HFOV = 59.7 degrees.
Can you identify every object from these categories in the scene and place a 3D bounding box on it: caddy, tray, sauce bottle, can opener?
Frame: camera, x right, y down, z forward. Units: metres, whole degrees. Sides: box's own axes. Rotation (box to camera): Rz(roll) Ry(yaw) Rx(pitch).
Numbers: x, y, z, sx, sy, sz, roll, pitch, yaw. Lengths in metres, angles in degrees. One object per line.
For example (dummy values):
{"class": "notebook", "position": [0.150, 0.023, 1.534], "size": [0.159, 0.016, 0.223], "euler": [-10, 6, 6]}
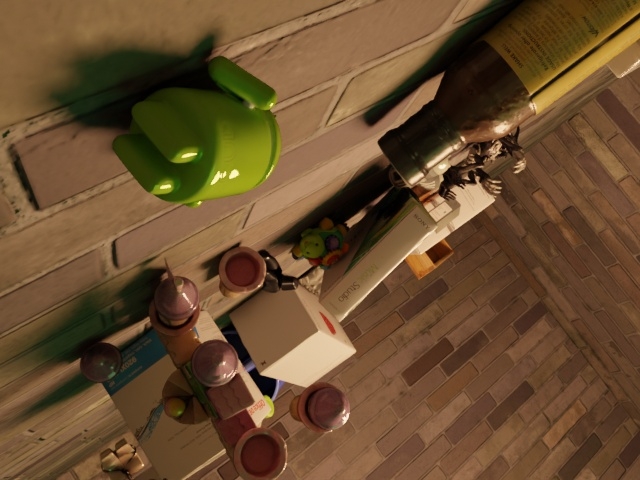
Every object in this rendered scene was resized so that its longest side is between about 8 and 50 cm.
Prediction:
{"class": "caddy", "position": [-0.245, 0.381, 1.570], "size": [0.341, 0.241, 0.179], "euler": [-40, 176, 24]}
{"class": "tray", "position": [0.342, 0.002, 1.911], "size": [0.076, 0.203, 0.411], "euler": [-38, 172, 21]}
{"class": "sauce bottle", "position": [0.217, -0.192, 0.619], "size": [0.344, 0.111, 0.111], "euler": [-36, 172, 14]}
{"class": "can opener", "position": [-0.086, 0.053, 0.992], "size": [0.073, 0.059, 0.186], "euler": [-9, 163, 5]}

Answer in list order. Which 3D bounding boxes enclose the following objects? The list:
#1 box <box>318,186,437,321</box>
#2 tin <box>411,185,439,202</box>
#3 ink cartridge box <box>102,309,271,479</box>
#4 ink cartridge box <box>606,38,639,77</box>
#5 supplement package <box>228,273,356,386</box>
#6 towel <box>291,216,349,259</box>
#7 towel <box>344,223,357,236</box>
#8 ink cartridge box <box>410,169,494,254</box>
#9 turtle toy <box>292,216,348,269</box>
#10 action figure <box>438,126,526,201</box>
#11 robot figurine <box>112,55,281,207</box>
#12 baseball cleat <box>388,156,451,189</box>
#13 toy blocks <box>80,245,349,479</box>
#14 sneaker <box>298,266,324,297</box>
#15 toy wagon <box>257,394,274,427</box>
{"class": "box", "position": [0.100, 0.004, 1.052], "size": [0.232, 0.058, 0.322], "euler": [-46, -172, 12]}
{"class": "tin", "position": [0.258, -0.120, 1.459], "size": [0.190, 0.040, 0.106], "euler": [-30, 174, -36]}
{"class": "ink cartridge box", "position": [-0.232, 0.269, 0.980], "size": [0.168, 0.232, 0.171], "euler": [-36, 172, 5]}
{"class": "ink cartridge box", "position": [0.392, -0.286, 0.733], "size": [0.088, 0.122, 0.052], "euler": [-31, 171, -28]}
{"class": "supplement package", "position": [-0.061, 0.236, 1.403], "size": [0.175, 0.177, 0.293], "euler": [-36, 153, 5]}
{"class": "towel", "position": [0.000, 0.000, 1.110], "size": [0.119, 0.029, 0.067], "euler": [-32, 172, -25]}
{"class": "towel", "position": [0.105, -0.026, 1.403], "size": [0.148, 0.027, 0.110], "euler": [-28, 170, -43]}
{"class": "ink cartridge box", "position": [0.332, -0.077, 1.620], "size": [0.273, 0.114, 0.198], "euler": [-35, -176, -9]}
{"class": "turtle toy", "position": [0.001, 0.011, 1.006], "size": [0.095, 0.066, 0.130], "euler": [-44, 150, 14]}
{"class": "action figure", "position": [0.412, -0.186, 1.354], "size": [0.276, 0.141, 0.164], "euler": [-31, 159, -20]}
{"class": "robot figurine", "position": [-0.069, -0.059, 0.344], "size": [0.101, 0.067, 0.115], "euler": [-49, 167, 28]}
{"class": "baseball cleat", "position": [0.175, -0.128, 1.019], "size": [0.109, 0.072, 0.206], "euler": [-20, 170, 1]}
{"class": "toy blocks", "position": [-0.145, 0.185, 0.697], "size": [0.309, 0.288, 0.260], "euler": [-29, 174, -22]}
{"class": "sneaker", "position": [-0.009, 0.118, 1.585], "size": [0.235, 0.090, 0.095], "euler": [-37, -179, 20]}
{"class": "toy wagon", "position": [-0.297, 0.408, 1.427], "size": [0.267, 0.344, 0.068], "euler": [-26, -147, 19]}
